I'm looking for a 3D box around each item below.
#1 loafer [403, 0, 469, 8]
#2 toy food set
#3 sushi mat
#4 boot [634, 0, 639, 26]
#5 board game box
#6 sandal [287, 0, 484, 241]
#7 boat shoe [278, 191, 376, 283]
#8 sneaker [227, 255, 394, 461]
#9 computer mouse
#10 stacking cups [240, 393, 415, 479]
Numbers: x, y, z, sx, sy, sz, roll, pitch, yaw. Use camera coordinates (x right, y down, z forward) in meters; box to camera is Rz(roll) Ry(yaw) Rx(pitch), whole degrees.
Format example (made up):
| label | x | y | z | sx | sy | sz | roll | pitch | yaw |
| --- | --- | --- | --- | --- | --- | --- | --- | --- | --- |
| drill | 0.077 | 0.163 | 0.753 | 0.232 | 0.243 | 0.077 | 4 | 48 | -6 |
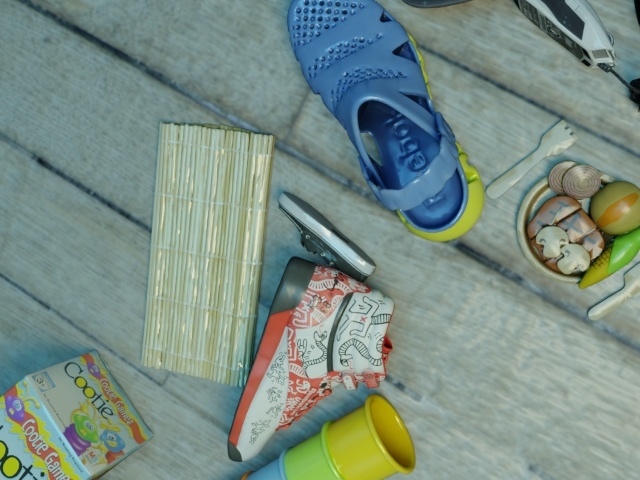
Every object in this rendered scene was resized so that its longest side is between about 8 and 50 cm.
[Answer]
| label | x | y | z | sx | sy | sz | roll | pitch | yaw |
| --- | --- | --- | --- | --- | --- | --- | --- | --- | --- |
| loafer | 0.218 | -0.321 | 0.725 | 0.302 | 0.095 | 0.109 | -24 | 83 | 30 |
| toy food set | 0.272 | -0.018 | 0.752 | 0.132 | 0.038 | 0.192 | -42 | 82 | 15 |
| sushi mat | -0.143 | 0.015 | 0.889 | 0.151 | 0.019 | 0.317 | 7 | 96 | 17 |
| boot | 0.435 | -0.215 | 0.675 | 0.229 | 0.091 | 0.263 | -15 | 97 | 15 |
| board game box | -0.379 | 0.284 | 0.910 | 0.275 | 0.142 | 0.144 | -39 | 83 | 15 |
| sandal | 0.064 | -0.143 | 0.758 | 0.126 | 0.138 | 0.317 | -36 | 81 | 17 |
| boat shoe | 0.000 | 0.000 | 0.830 | 0.142 | 0.049 | 0.040 | 41 | 104 | 8 |
| sneaker | -0.008 | 0.161 | 0.819 | 0.145 | 0.090 | 0.270 | 20 | 108 | 1 |
| computer mouse | 0.271 | -0.204 | 0.715 | 0.042 | 0.106 | 0.193 | -47 | 74 | 12 |
| stacking cups | -0.044 | 0.290 | 0.848 | 0.316 | 0.096 | 0.096 | -32 | 84 | 20 |
